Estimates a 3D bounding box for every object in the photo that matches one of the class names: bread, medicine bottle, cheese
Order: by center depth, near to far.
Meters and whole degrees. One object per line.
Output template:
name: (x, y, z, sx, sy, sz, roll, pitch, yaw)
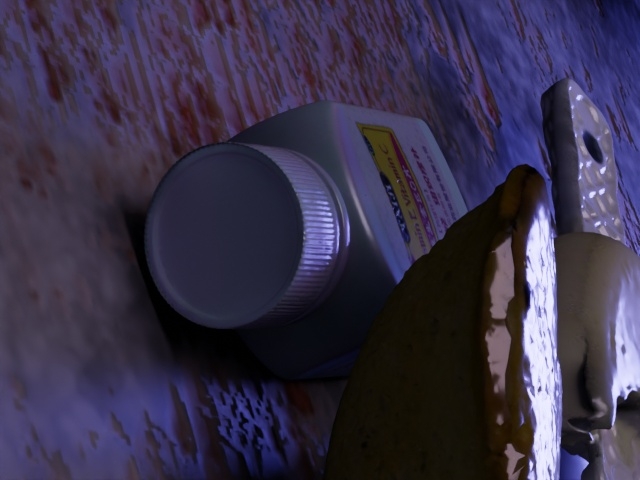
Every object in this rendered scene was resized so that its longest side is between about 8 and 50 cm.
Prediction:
bread: (0.040, 0.067, 0.573, 0.149, 0.065, 0.187, -55, 144, -68)
medicine bottle: (0.000, 0.000, 0.592, 0.118, 0.055, 0.074, 5, 64, -62)
cheese: (0.108, 0.020, 0.796, 0.127, 0.050, 0.235, 42, 31, -35)
